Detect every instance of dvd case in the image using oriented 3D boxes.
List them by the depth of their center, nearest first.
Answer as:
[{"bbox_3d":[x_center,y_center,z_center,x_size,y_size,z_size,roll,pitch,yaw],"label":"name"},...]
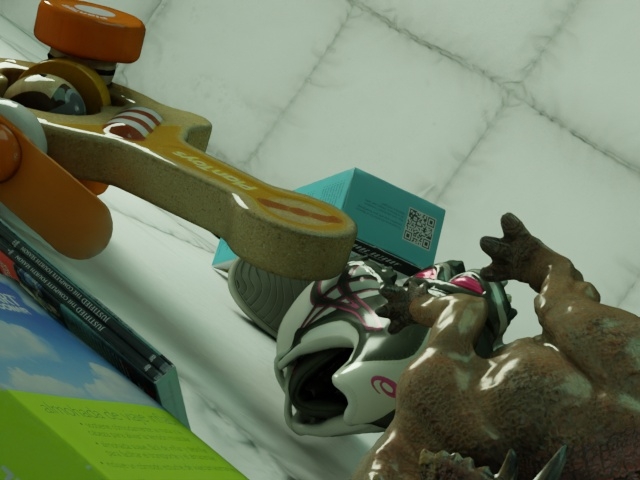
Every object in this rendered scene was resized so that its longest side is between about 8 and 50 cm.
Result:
[{"bbox_3d":[-0.100,0.043,0.502,0.119,0.013,0.087,37,-27,25],"label":"dvd case"}]

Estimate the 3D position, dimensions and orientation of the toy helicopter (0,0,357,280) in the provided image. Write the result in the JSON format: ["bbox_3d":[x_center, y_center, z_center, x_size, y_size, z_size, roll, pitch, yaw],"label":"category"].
[{"bbox_3d":[-0.137,-0.059,0.818,0.355,0.140,0.235,26,18,27],"label":"toy helicopter"}]

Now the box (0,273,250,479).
[{"bbox_3d":[-0.085,0.066,0.397,0.178,0.042,0.109,35,2,24],"label":"box"}]

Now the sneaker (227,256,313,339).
[{"bbox_3d":[0.004,0.074,1.084,0.222,0.083,0.118,25,-15,-18],"label":"sneaker"}]

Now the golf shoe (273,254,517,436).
[{"bbox_3d":[0.013,0.069,0.759,0.273,0.120,0.105,-18,-89,65],"label":"golf shoe"}]

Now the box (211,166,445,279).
[{"bbox_3d":[0.000,0.000,1.098,0.101,0.060,0.244,24,-20,-25],"label":"box"}]

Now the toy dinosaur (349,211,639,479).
[{"bbox_3d":[0.110,0.088,0.541,0.127,0.296,0.200,66,-9,-24],"label":"toy dinosaur"}]
